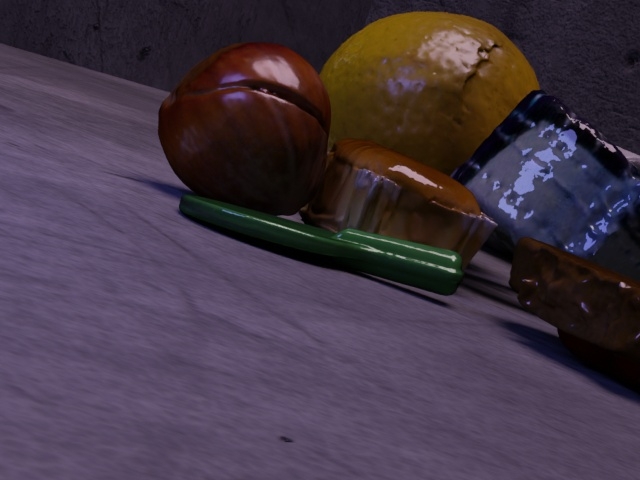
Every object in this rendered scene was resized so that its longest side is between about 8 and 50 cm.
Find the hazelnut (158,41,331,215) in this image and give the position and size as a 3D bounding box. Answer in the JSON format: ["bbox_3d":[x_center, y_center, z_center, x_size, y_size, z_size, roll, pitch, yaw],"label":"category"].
[{"bbox_3d":[-0.073,-0.103,1.547,0.182,0.182,0.182,18,5,-2],"label":"hazelnut"}]

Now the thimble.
[{"bbox_3d":[0.251,-0.030,1.616,0.237,0.150,0.237,44,4,-4],"label":"thimble"}]

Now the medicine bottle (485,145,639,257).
[{"bbox_3d":[0.318,-0.054,2.153,0.190,0.190,0.332,16,6,-25],"label":"medicine bottle"}]

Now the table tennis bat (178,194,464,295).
[{"bbox_3d":[0.000,0.000,1.384,0.257,0.039,0.160,14,4,12],"label":"table tennis bat"}]

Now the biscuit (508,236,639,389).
[{"bbox_3d":[0.349,0.108,1.312,0.394,0.076,0.368,19,4,-33],"label":"biscuit"}]

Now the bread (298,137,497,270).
[{"bbox_3d":[0.068,-0.033,1.558,0.136,0.107,0.241,20,5,-14],"label":"bread"}]

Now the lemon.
[{"bbox_3d":[0.120,-0.128,1.817,0.293,0.293,0.293,18,5,-2],"label":"lemon"}]
